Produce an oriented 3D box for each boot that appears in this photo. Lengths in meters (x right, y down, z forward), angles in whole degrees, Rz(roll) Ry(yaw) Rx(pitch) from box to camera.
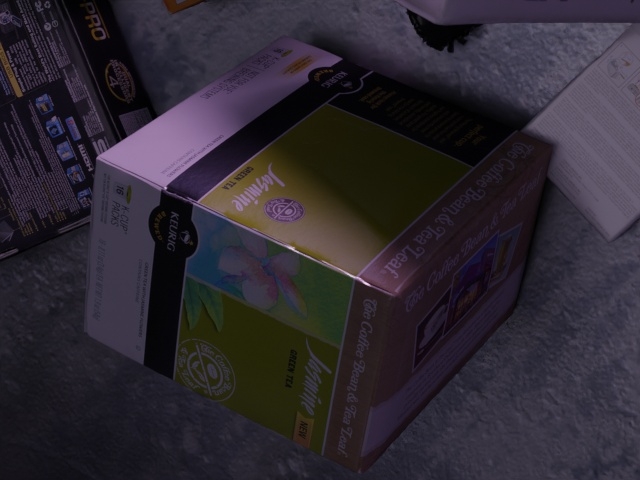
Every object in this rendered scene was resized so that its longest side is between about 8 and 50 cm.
[{"bbox_3d":[0.124,-0.253,1.773,0.099,0.045,0.121,-29,108,29],"label":"boot"}]

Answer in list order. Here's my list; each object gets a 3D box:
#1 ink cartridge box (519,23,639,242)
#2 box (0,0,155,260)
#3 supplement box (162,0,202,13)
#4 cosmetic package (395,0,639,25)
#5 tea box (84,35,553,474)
[{"bbox_3d":[0.299,-0.109,1.744,0.179,0.045,0.145,-45,81,20],"label":"ink cartridge box"},{"bbox_3d":[-0.370,-0.185,2.034,0.318,0.097,0.394,-22,93,29],"label":"box"},{"bbox_3d":[-0.065,-0.311,1.849,0.233,0.078,0.080,-16,99,31],"label":"supplement box"},{"bbox_3d":[0.164,-0.422,1.501,0.327,0.329,0.393,38,122,38],"label":"cosmetic package"},{"bbox_3d":[0.000,0.000,1.734,0.324,0.329,0.220,24,127,22],"label":"tea box"}]
